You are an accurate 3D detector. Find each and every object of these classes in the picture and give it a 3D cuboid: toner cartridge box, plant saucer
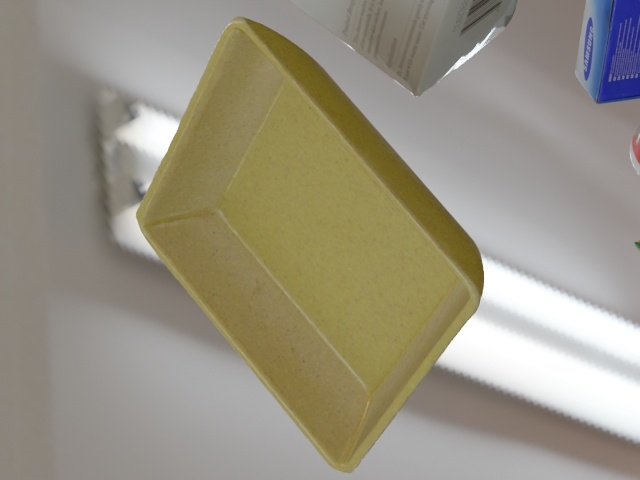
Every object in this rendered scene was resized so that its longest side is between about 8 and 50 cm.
[{"bbox_3d":[0.413,-0.335,2.357,0.165,0.348,0.075,-7,-141,-15],"label":"toner cartridge box"},{"bbox_3d":[0.000,0.000,1.784,0.081,0.333,0.333,-30,-108,-35],"label":"plant saucer"}]

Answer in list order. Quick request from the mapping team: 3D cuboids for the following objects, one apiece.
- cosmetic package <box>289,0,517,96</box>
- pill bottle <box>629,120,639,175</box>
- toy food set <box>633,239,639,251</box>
[{"bbox_3d":[0.013,-0.340,1.826,0.385,0.217,0.156,41,-126,16],"label":"cosmetic package"},{"bbox_3d":[0.456,-0.181,2.140,0.161,0.283,0.161,11,-142,-9],"label":"pill bottle"},{"bbox_3d":[0.284,0.023,1.554,0.083,0.020,0.082,43,-179,-6],"label":"toy food set"}]
